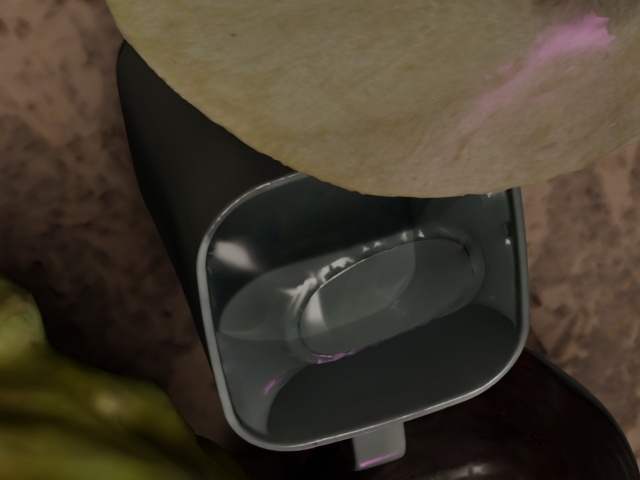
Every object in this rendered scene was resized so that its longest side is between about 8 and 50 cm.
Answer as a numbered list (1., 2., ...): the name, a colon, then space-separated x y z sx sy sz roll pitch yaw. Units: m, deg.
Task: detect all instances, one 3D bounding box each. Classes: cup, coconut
1. cup: 0.000 0.000 0.600 0.095 0.129 0.128 -16 126 -9
2. coconut: 0.030 -0.117 0.477 0.202 0.222 0.202 -7 122 -11

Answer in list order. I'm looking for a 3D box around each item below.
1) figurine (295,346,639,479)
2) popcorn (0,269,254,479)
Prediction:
1. figurine: 0.007 0.130 0.708 0.138 0.110 0.245 34 113 -15
2. popcorn: -0.080 0.138 0.587 0.173 0.286 0.225 -54 170 -24
